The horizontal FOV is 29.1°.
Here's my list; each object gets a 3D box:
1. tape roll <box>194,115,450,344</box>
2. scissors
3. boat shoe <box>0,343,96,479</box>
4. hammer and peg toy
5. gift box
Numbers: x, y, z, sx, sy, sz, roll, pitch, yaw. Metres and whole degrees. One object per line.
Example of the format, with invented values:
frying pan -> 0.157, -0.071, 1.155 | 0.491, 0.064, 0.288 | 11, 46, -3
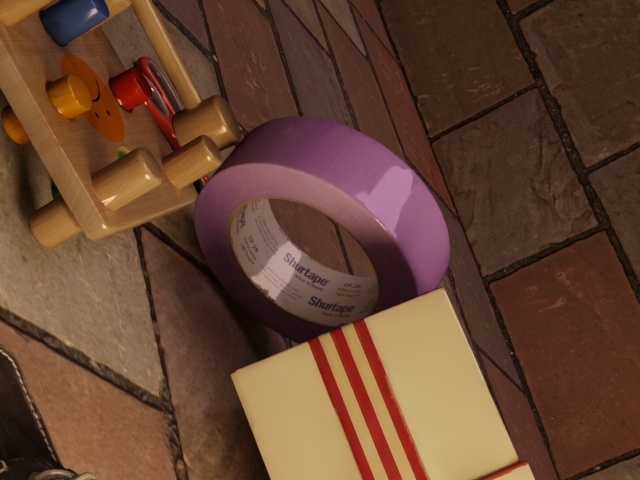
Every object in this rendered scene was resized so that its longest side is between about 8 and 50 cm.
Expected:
tape roll -> 0.000, 0.000, 1.357 | 0.275, 0.275, 0.090 | 56, 48, -23
scissors -> -0.149, -0.092, 1.515 | 0.297, 0.021, 0.109 | 58, 14, -10
boat shoe -> -0.173, 0.192, 0.767 | 0.121, 0.119, 0.335 | 32, 33, -61
hammer and peg toy -> -0.214, -0.141, 1.192 | 0.266, 0.127, 0.361 | 60, 14, -2
gift box -> 0.052, 0.230, 1.205 | 0.255, 0.276, 0.258 | 56, 10, -74
